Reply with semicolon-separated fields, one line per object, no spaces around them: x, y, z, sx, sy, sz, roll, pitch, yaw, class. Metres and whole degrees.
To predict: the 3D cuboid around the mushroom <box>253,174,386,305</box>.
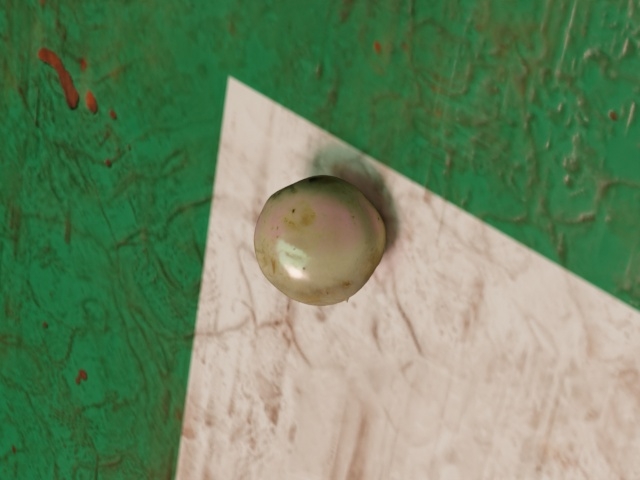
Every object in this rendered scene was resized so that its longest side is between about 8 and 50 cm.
0.000;0.000;1.224;0.084;0.067;0.083;-1;88;13;mushroom
